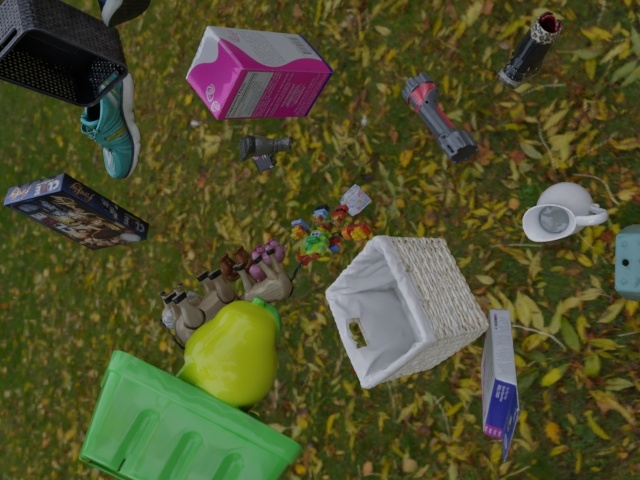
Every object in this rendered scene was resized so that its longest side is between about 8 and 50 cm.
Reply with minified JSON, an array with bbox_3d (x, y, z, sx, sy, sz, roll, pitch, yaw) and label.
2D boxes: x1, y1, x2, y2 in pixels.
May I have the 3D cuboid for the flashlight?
[{"bbox_3d":[0.346,-0.352,1.777,0.103,0.103,0.304,-41,57,17],"label":"flashlight"}]

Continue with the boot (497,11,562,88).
[{"bbox_3d":[0.561,-0.505,1.591,0.085,0.236,0.179,40,141,8],"label":"boot"}]

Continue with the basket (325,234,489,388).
[{"bbox_3d":[0.237,0.193,1.754,0.331,0.266,0.328,-52,53,46],"label":"basket"}]

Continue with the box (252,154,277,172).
[{"bbox_3d":[-0.200,-0.293,2.180,0.062,0.052,0.083,-16,114,20],"label":"box"}]

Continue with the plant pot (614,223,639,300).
[{"bbox_3d":[0.657,0.045,1.162,0.165,0.234,0.166,1,89,51],"label":"plant pot"}]

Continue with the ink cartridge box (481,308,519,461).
[{"bbox_3d":[0.524,0.429,1.836,0.071,0.324,0.330,3,46,10],"label":"ink cartridge box"}]

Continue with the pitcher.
[{"bbox_3d":[0.585,-0.066,1.437,0.177,0.207,0.126,-1,105,35],"label":"pitcher"}]

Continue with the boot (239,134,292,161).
[{"bbox_3d":[-0.183,-0.307,2.064,0.246,0.161,0.084,-165,74,-73],"label":"boot"}]

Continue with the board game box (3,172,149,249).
[{"bbox_3d":[-0.509,-0.054,1.312,0.165,0.243,0.042,-10,63,26],"label":"board game box"}]

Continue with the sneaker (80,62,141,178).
[{"bbox_3d":[-0.455,-0.245,1.302,0.107,0.110,0.275,27,135,25],"label":"sneaker"}]

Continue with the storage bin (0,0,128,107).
[{"bbox_3d":[-0.409,-0.296,0.967,0.122,0.180,0.084,-30,66,27],"label":"storage bin"}]

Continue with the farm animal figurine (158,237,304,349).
[{"bbox_3d":[-0.202,0.142,1.424,0.172,0.326,0.330,61,166,-11],"label":"farm animal figurine"}]

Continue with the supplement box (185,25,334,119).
[{"bbox_3d":[-0.103,-0.290,1.082,0.111,0.220,0.114,53,129,21],"label":"supplement box"}]

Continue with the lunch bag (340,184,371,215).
[{"bbox_3d":[0.111,-0.132,2.038,0.083,0.071,0.053,-46,22,-1],"label":"lunch bag"}]

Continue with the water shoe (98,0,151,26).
[{"bbox_3d":[-0.280,-0.371,0.863,0.080,0.073,0.203,61,157,-6],"label":"water shoe"}]

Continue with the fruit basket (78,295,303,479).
[{"bbox_3d":[-0.205,0.281,1.118,0.283,0.391,0.392,136,129,-59],"label":"fruit basket"}]

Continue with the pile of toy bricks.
[{"bbox_3d":[0.000,0.000,1.416,0.212,0.118,0.105,-12,45,42],"label":"pile of toy bricks"}]
